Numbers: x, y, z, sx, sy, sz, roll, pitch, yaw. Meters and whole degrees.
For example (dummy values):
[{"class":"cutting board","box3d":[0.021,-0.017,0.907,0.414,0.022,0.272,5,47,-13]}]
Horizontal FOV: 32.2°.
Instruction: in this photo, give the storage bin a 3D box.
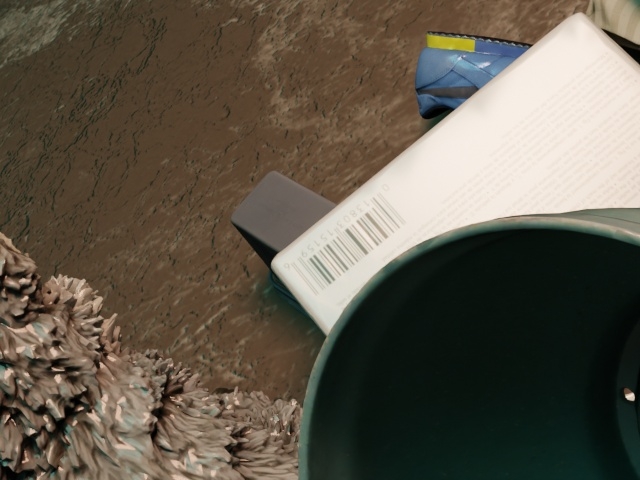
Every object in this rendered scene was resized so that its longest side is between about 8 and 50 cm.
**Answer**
[{"class":"storage bin","box3d":[0.000,0.000,0.860,0.098,0.091,0.135,-49,40,-8]}]

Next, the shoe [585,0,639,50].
[{"class":"shoe","box3d":[0.258,-0.145,0.799,0.058,0.076,0.219,-56,29,14]}]

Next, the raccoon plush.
[{"class":"raccoon plush","box3d":[-0.081,0.135,0.639,0.446,0.299,0.216,3,57,41]}]

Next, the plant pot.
[{"class":"plant pot","box3d":[0.163,0.114,0.492,0.293,0.293,0.196,7,17,43]}]

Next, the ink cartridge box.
[{"class":"ink cartridge box","box3d":[0.145,0.019,0.723,0.275,0.060,0.239,-39,68,-1]}]

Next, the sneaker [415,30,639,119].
[{"class":"sneaker","box3d":[0.167,-0.111,0.856,0.209,0.069,0.082,14,103,34]}]
